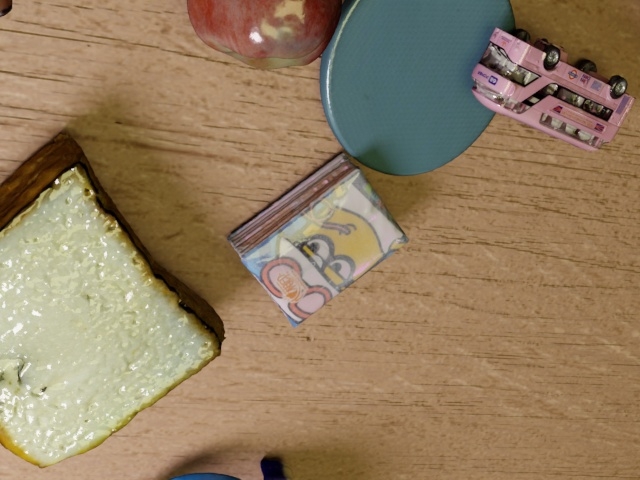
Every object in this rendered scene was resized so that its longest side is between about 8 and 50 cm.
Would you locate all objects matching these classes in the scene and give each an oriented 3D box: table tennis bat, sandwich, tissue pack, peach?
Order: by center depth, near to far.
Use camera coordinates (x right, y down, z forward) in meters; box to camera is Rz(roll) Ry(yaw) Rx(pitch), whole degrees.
[{"bbox_3d":[-0.039,-0.231,1.238,0.152,0.152,0.152,-10,119,-18],"label":"peach"},{"bbox_3d":[-0.258,0.075,1.325,0.249,0.095,0.273,-37,123,-2],"label":"sandwich"},{"bbox_3d":[0.108,-0.216,1.363,0.215,0.044,0.329,-3,119,-23],"label":"table tennis bat"},{"bbox_3d":[0.000,0.000,1.414,0.155,0.065,0.115,-38,123,-2],"label":"tissue pack"}]

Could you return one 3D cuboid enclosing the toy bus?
[{"bbox_3d":[0.244,-0.155,1.420,0.203,0.063,0.090,17,106,-42],"label":"toy bus"}]

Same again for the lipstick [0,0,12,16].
[{"bbox_3d":[-0.278,-0.358,1.113,0.057,0.057,0.356,-4,117,-22],"label":"lipstick"}]

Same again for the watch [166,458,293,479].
[{"bbox_3d":[-0.114,0.348,1.504,0.200,0.171,0.196,0,118,-7],"label":"watch"}]
